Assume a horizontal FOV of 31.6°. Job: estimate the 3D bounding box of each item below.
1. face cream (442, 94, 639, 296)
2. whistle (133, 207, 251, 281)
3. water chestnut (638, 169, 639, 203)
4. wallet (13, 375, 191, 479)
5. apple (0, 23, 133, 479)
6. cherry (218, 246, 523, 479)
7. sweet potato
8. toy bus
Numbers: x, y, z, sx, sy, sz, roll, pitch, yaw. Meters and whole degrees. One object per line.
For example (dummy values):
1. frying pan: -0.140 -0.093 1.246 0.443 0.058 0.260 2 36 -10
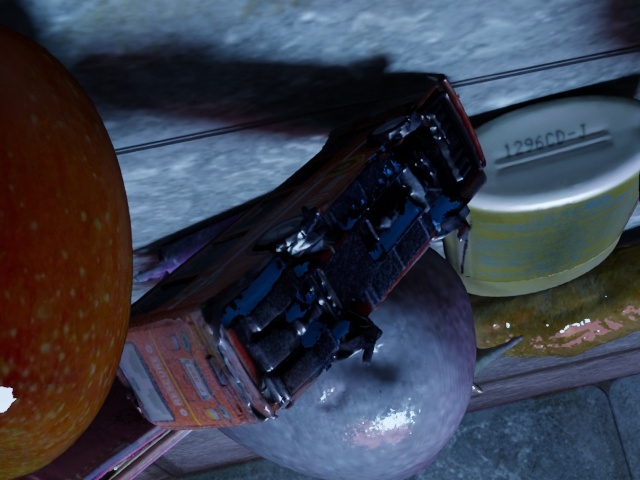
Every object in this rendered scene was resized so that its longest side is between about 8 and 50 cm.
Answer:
1. face cream: 0.152 -0.018 0.788 0.139 0.067 0.285 -13 165 4
2. whistle: -0.050 -0.003 0.744 0.177 0.033 0.033 -21 163 29
3. water chestnut: 0.316 0.004 0.501 0.335 0.346 0.335 -4 -155 2
4. wallet: -0.171 0.058 0.546 0.232 0.025 0.119 19 -147 27
5. apple: -0.161 0.004 0.419 0.181 0.168 0.181 -7 161 -3
6. cherry: 0.016 0.079 0.801 0.266 0.183 0.213 0 166 5
7. sweet potato: 0.244 0.057 1.104 0.342 0.092 0.114 -18 127 22
8. toy bus: 0.000 0.000 0.539 0.096 0.073 0.235 -13 -159 37
